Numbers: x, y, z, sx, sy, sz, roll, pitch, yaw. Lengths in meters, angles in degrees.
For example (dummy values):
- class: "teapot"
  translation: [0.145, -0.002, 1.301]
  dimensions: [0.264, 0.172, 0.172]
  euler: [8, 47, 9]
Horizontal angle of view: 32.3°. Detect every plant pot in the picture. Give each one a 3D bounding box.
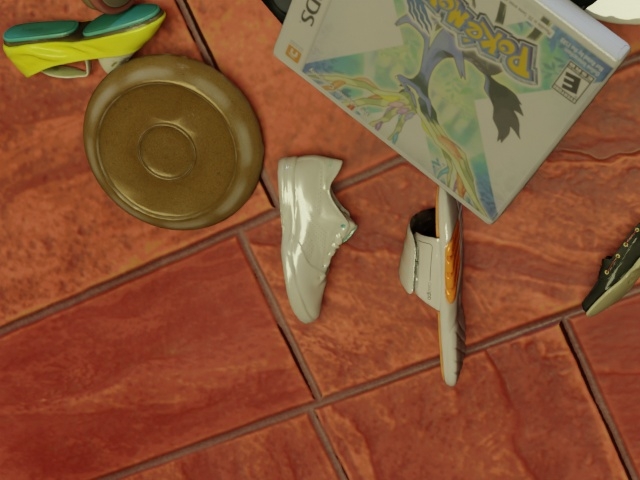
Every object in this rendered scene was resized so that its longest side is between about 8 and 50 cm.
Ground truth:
- class: "plant pot"
  translation: [-0.189, -0.115, 1.381]
  dimensions: [0.236, 0.032, 0.236]
  euler: [4, 115, 8]

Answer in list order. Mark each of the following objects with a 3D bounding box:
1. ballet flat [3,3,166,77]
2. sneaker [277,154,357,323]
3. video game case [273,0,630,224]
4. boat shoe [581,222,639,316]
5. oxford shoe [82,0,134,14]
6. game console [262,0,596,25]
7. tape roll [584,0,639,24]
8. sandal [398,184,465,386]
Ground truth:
- class: "ballet flat"
  translation: [-0.288, -0.243, 1.383]
  dimensions: [0.230, 0.077, 0.077]
  euler: [-4, 125, 19]
- class: "sneaker"
  translation: [0.000, 0.000, 1.367]
  dimensions: [0.094, 0.080, 0.212]
  euler: [-3, 103, 4]
- class: "video game case"
  translation: [0.116, -0.199, 1.158]
  dimensions: [0.329, 0.036, 0.300]
  euler: [39, 146, 7]
- class: "boat shoe"
  translation: [0.350, 0.035, 1.295]
  dimensions: [0.042, 0.049, 0.133]
  euler: [51, 121, 28]
- class: "oxford shoe"
  translation: [-0.311, -0.436, 1.323]
  dimensions: [0.130, 0.123, 0.348]
  euler: [-7, 101, 39]
- class: "game console"
  translation: [0.071, -0.301, 1.166]
  dimensions: [0.342, 0.060, 0.386]
  euler: [53, 146, -2]
- class: "tape roll"
  translation: [0.325, -0.348, 1.127]
  dimensions: [0.246, 0.169, 0.246]
  euler: [4, 105, 15]
- class: "sandal"
  translation: [0.130, 0.053, 1.327]
  dimensions: [0.076, 0.102, 0.265]
  euler: [1, 108, 15]
